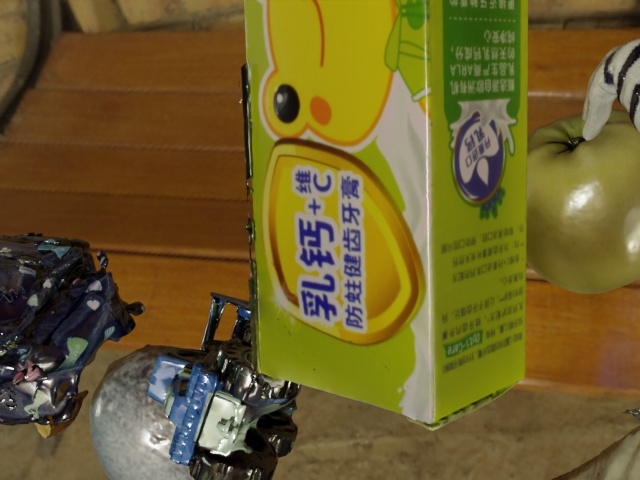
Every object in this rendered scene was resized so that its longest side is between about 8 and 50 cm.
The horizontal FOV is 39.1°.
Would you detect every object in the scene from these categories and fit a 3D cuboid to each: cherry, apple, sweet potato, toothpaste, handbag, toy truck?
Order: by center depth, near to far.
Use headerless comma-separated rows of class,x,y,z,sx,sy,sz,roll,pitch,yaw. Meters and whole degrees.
toothpaste,0.026,-0.090,0.397,0.110,0.327,0.077,7,14,41
handbag,-0.287,0.063,0.756,0.260,0.113,0.162,2,43,27
toy truck,-0.071,0.123,0.780,0.126,0.113,0.208,19,10,8
apple,0.393,-0.061,1.296,0.262,0.262,0.262,-5,49,6
sweet potato,-0.376,0.247,1.321,0.049,0.049,0.117,11,22,19
cherry,-0.228,0.302,1.423,0.255,0.296,0.218,-47,7,19

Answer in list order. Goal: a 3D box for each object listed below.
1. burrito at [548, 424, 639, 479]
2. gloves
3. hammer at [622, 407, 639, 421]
burrito,0.190,0.211,0.572,0.107,0.348,0.175,16,61,-14
gloves,0.349,-0.165,0.949,0.140,0.131,0.218,-8,35,2
hammer,0.458,0.360,1.279,0.027,0.125,0.297,-28,22,41
